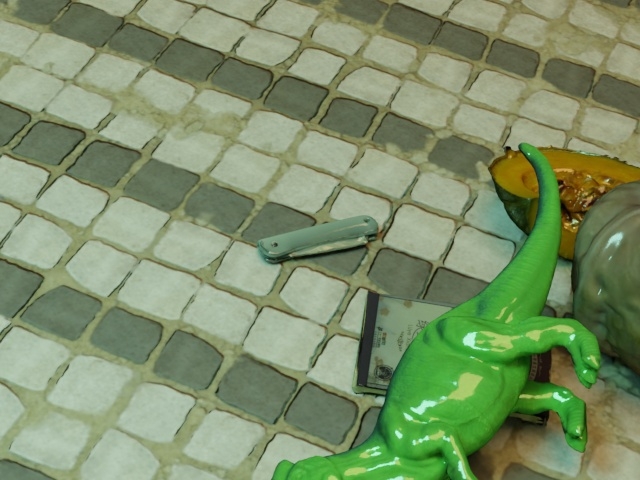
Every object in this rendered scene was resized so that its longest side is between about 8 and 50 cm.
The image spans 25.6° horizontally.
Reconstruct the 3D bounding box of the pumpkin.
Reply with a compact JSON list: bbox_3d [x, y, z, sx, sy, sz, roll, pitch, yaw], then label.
[{"bbox_3d":[0.350,-0.055,1.851,0.279,0.111,0.163,-4,31,-10],"label":"pumpkin"}]

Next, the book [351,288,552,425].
[{"bbox_3d":[0.160,0.134,1.676,0.231,0.026,0.157,10,46,1],"label":"book"}]

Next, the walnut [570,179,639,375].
[{"bbox_3d":[0.410,0.049,1.658,0.248,0.248,0.248,4,45,-4],"label":"walnut"}]

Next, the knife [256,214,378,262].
[{"bbox_3d":[0.000,0.000,1.785,0.162,0.023,0.044,-13,53,-21],"label":"knife"}]

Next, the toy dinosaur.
[{"bbox_3d":[0.120,0.116,1.604,0.375,0.144,0.499,-9,51,2],"label":"toy dinosaur"}]
